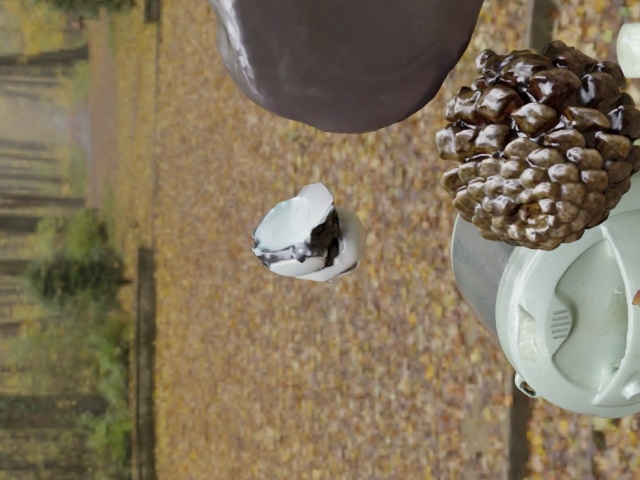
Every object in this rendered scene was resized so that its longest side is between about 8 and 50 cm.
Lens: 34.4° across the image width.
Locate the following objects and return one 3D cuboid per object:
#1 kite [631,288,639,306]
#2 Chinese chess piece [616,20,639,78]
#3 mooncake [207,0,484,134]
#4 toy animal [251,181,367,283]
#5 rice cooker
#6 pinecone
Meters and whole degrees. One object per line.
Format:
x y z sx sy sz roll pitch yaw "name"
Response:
0.301 -0.010 0.690 0.141 0.245 0.015 25 138 34 "kite"
0.664 -0.356 1.864 0.250 0.250 0.101 -146 47 -74 "Chinese chess piece"
0.016 -0.214 0.849 0.133 0.245 0.244 -132 44 -59 "mooncake"
0.000 0.000 1.626 0.166 0.179 0.138 -5 69 35 "toy animal"
0.307 0.032 1.173 0.277 0.288 0.288 -118 32 -67 "rice cooker"
0.202 -0.093 0.930 0.204 0.184 0.179 -59 -38 -34 "pinecone"
